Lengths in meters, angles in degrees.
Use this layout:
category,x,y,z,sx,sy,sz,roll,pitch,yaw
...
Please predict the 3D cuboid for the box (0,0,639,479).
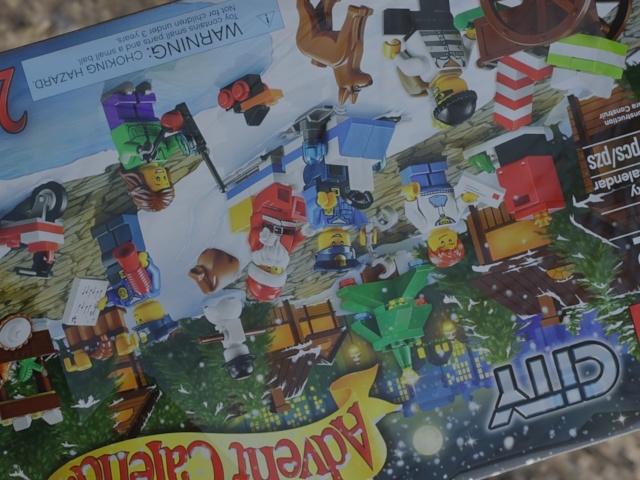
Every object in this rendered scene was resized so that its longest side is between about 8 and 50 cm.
category,x,y,z,sx,sy,sz,roll,pitch,yaw
box,0.000,0.000,0.548,0.044,0.233,0.159,-139,32,-86
